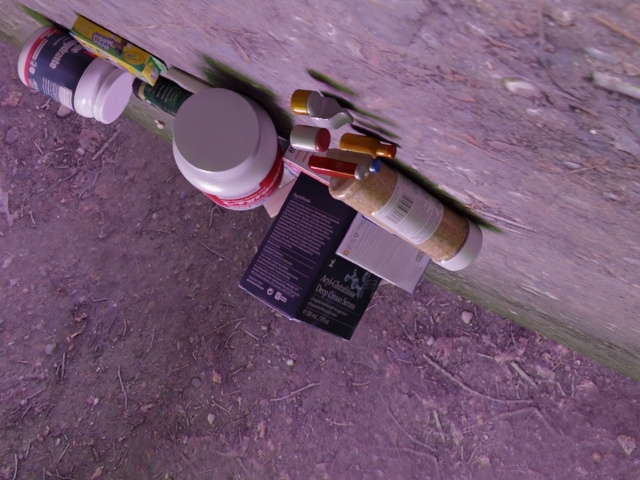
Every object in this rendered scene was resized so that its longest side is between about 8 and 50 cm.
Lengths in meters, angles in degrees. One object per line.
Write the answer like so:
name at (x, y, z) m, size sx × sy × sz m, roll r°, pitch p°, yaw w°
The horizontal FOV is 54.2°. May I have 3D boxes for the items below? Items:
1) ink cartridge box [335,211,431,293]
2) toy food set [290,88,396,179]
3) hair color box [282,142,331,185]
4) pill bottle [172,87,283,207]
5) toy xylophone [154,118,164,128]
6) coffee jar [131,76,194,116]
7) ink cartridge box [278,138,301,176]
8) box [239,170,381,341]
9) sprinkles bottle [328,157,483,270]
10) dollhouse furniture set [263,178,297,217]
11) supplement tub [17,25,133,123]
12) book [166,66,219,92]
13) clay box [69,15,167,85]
ink cartridge box at (0.174, -0.010, 1.485) m, size 0.208 × 0.206 × 0.045 m, roll 29°, pitch -179°, yaw -7°
toy food set at (0.039, -0.165, 1.041) m, size 0.104 × 0.111 × 0.232 m, roll 13°, pitch 170°, yaw 27°
hair color box at (-0.013, -0.188, 1.475) m, size 0.141 × 0.072 × 0.043 m, roll 29°, pitch 177°, yaw -4°
pill bottle at (-0.206, -0.203, 1.434) m, size 0.228 × 0.229 × 0.408 m, roll 28°, pitch 177°, yaw 2°
toy xylophone at (-0.456, -0.384, 2.185) m, size 0.236 × 0.081 × 0.322 m, roll 29°, pitch 177°, yaw -17°
coffee jar at (-0.417, -0.390, 1.701) m, size 0.184 × 0.079 × 0.096 m, roll 27°, pitch 179°, yaw 13°
ink cartridge box at (-0.119, -0.239, 1.762) m, size 0.311 × 0.065 × 0.185 m, roll 29°, pitch 178°, yaw 32°
box at (0.025, 0.026, 1.656) m, size 0.211 × 0.396 × 0.293 m, roll 26°, pitch 177°, yaw 36°
sprinkles bottle at (0.186, -0.062, 1.320) m, size 0.355 × 0.121 × 0.121 m, roll 30°, pitch 177°, yaw -28°
dollhouse furniture set at (0.000, 0.000, 2.126) m, size 0.394 × 0.362 × 0.256 m, roll 58°, pitch -175°, yaw 11°
supplement tub at (-0.702, -0.475, 1.805) m, size 0.272 × 0.191 × 0.191 m, roll 28°, pitch 177°, yaw 0°
book at (-0.287, -0.358, 1.494) m, size 0.144 × 0.035 × 0.096 m, roll 28°, pitch 180°, yaw 15°
clay box at (-0.478, -0.448, 1.514) m, size 0.221 × 0.053 × 0.127 m, roll 29°, pitch 178°, yaw -2°
